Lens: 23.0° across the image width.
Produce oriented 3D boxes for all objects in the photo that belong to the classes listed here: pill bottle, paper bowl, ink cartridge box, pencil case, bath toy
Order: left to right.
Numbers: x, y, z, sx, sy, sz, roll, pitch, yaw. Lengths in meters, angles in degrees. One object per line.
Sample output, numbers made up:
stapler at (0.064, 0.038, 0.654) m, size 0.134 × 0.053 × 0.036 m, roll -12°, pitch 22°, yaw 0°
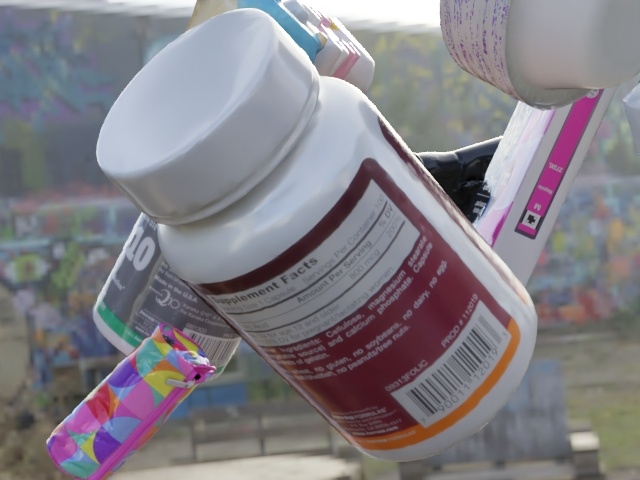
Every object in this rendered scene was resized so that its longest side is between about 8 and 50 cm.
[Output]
pencil case at (-0.241, 0.210, 2.005) m, size 0.236 × 0.104 × 0.104 m, roll -46°, pitch -9°, yaw 9°
pill bottle at (-0.144, -0.007, 2.128) m, size 0.204 × 0.361 × 0.204 m, roll 27°, pitch 15°, yaw -8°
bath toy at (-0.045, -0.192, 1.645) m, size 0.129 × 0.151 × 0.348 m, roll -44°, pitch -9°, yaw 10°
pill bottle at (0.000, 0.000, 1.381) m, size 0.224 × 0.224 × 0.392 m, roll -6°, pitch -44°, yaw 45°
ink cartridge box at (0.239, -0.061, 1.845) m, size 0.069 × 0.371 × 0.176 m, roll 22°, pitch 2°, yaw -10°
paper bowl at (0.255, -0.259, 1.503) m, size 0.148 × 0.284 × 0.284 m, roll 35°, pitch 24°, yaw 33°

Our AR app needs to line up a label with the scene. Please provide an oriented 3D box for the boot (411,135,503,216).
boot at (0.193, -0.018, 2.153) m, size 0.207 × 0.246 × 0.094 m, roll -8°, pitch 21°, yaw -25°

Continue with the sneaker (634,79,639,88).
sneaker at (0.461, -0.193, 1.782) m, size 0.146 × 0.122 × 0.330 m, roll 29°, pitch 35°, yaw 11°

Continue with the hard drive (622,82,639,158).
hard drive at (0.364, 0.049, 1.149) m, size 0.047 × 0.353 × 0.233 m, roll -41°, pitch 35°, yaw -26°
